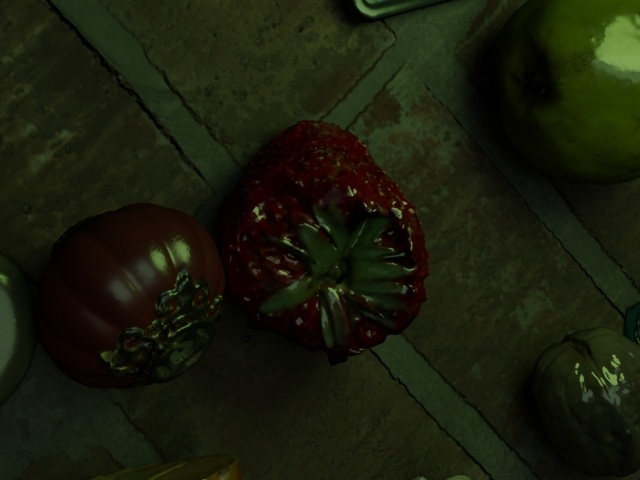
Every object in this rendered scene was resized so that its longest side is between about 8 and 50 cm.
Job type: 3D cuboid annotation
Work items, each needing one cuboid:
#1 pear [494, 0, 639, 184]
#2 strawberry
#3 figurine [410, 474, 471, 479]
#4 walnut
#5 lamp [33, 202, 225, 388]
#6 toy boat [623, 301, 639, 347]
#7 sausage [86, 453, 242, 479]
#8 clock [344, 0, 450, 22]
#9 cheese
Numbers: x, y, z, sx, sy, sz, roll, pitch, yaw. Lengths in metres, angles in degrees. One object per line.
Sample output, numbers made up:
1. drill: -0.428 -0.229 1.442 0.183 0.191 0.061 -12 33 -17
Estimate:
1. pear: 0.401 -0.220 1.545 0.375 0.287 0.287 -7 88 -45
2. strawberry: 0.003 -0.003 1.378 0.261 0.257 0.261 -3 110 -8
3. figurine: 0.197 0.372 1.392 0.145 0.257 0.181 -19 95 -23
4. walnut: 0.391 0.231 1.550 0.178 0.178 0.230 -29 109 -24
5. lamp: -0.217 0.060 1.256 0.227 0.227 0.226 3 84 -25
6. toy boat: 0.501 0.178 1.649 0.075 0.077 0.185 4 83 -26
7. sausage: -0.175 0.403 1.232 0.233 0.233 0.287 -10 89 -25
8. clock: 0.118 -0.455 1.547 0.279 0.049 0.273 -19 92 -25
9. cheese: -0.400 0.107 1.230 0.175 0.091 0.202 -2 86 -24
